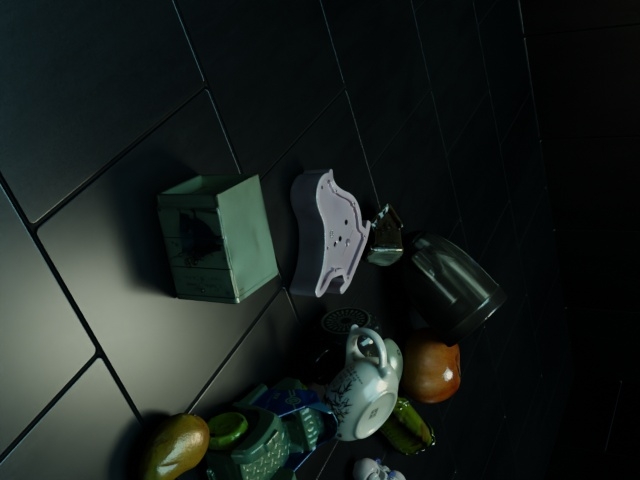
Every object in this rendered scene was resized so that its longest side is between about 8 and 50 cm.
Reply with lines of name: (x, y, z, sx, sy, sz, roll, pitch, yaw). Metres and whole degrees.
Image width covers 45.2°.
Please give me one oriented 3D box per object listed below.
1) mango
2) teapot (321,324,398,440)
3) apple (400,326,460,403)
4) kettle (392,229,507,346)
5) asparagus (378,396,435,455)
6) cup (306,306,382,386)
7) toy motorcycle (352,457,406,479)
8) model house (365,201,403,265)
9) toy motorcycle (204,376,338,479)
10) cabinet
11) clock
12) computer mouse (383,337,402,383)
mango: (-0.270, 0.380, 1.399, 0.165, 0.089, 0.115, -27, 124, -52)
teapot: (0.086, 0.337, 1.750, 0.208, 0.166, 0.299, -1, 111, -38)
apple: (0.335, 0.372, 2.296, 0.210, 0.173, 0.235, 52, 43, -59)
kettle: (0.353, 0.108, 2.249, 0.324, 0.228, 0.321, 48, 14, 5)
asparagus: (0.213, 0.503, 2.175, 0.382, 0.128, 0.108, 53, 12, -45)
cup: (0.051, 0.277, 1.861, 0.223, 0.169, 0.176, -31, 127, -37)
toy motorcycle: (0.157, 0.667, 2.126, 0.254, 0.112, 0.112, 42, 57, -51)
model house: (0.169, -0.018, 2.103, 0.165, 0.106, 0.152, 110, -20, -72)
toy motorcycle: (-0.083, 0.404, 1.601, 0.326, 0.200, 0.191, -41, 126, -48)
cabinet: (-0.194, -0.007, 1.440, 0.150, 0.145, 0.206, -36, 121, -52)
clock: (0.000, 0.000, 1.824, 0.275, 0.080, 0.290, 55, 46, -45)
computer mouse: (0.204, 0.374, 2.209, 0.089, 0.056, 0.181, 3, 90, -55)
